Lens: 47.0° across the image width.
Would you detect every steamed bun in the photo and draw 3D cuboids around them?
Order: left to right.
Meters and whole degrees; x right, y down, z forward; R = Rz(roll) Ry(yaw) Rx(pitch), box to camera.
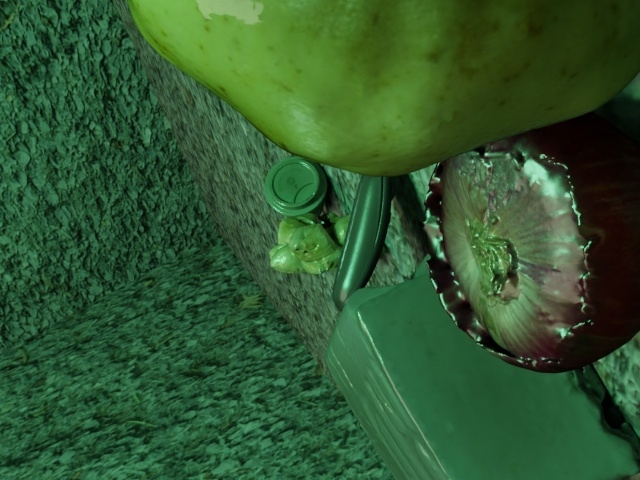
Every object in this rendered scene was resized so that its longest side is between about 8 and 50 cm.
[{"bbox_3d":[0.000,0.000,1.309,0.177,0.193,0.106,176,84,-70],"label":"steamed bun"}]

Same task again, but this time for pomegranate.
[{"bbox_3d":[0.048,-0.198,0.402,0.332,0.333,0.332,55,166,21],"label":"pomegranate"}]

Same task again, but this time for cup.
[{"bbox_3d":[-0.038,-0.088,1.425,0.120,0.120,0.141,55,179,20],"label":"cup"}]

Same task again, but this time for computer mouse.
[{"bbox_3d":[0.066,-0.009,1.059,0.120,0.057,0.232,-130,55,-89],"label":"computer mouse"}]

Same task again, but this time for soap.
[{"bbox_3d":[0.178,0.211,1.022,0.350,0.213,0.435,56,168,11],"label":"soap"}]

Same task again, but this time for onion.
[{"bbox_3d":[0.186,-0.009,0.623,0.248,0.161,0.248,44,153,30],"label":"onion"}]
